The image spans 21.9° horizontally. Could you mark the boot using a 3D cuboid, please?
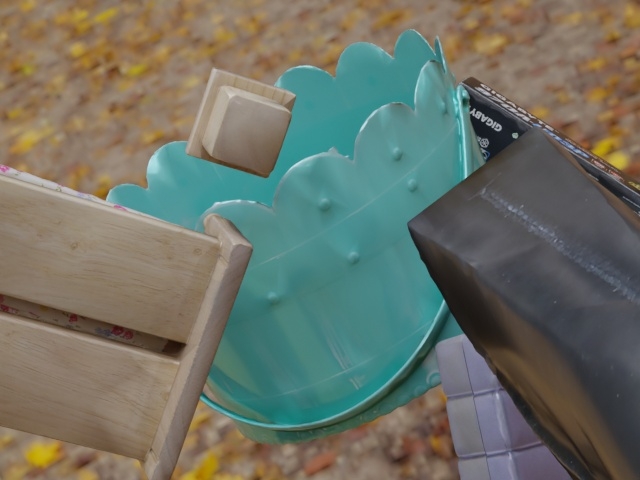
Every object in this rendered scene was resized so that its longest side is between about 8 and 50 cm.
[{"bbox_3d":[0.200,0.165,0.718,0.146,0.367,0.445,-25,20,-8],"label":"boot"}]

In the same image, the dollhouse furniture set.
[{"bbox_3d":[-0.225,0.030,0.877,0.355,0.303,0.174,-69,20,10],"label":"dollhouse furniture set"}]

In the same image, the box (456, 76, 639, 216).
[{"bbox_3d":[0.163,-0.002,1.339,0.175,0.220,0.051,-60,-7,18],"label":"box"}]

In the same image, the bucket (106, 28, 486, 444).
[{"bbox_3d":[0.000,0.000,1.148,0.281,0.183,0.281,-28,17,9],"label":"bucket"}]

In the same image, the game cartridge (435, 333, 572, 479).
[{"bbox_3d":[0.222,0.148,1.109,0.068,0.230,0.355,-10,-3,42],"label":"game cartridge"}]
